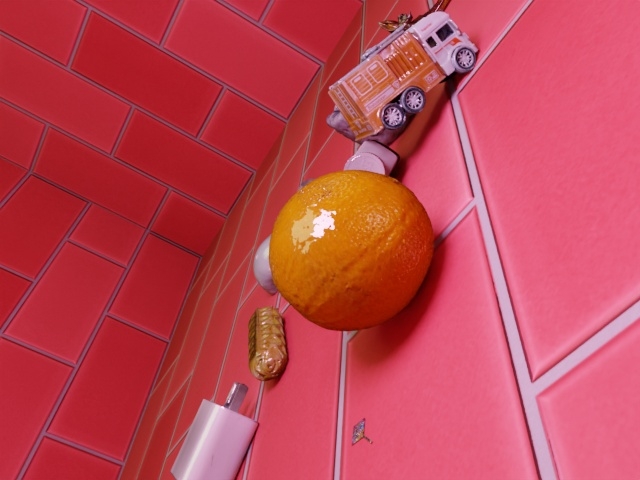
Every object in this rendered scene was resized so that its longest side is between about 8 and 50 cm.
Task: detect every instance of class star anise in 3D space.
[{"bbox_3d":[0.266,-0.617,1.805,0.144,0.158,0.140,-16,-24,-40],"label":"star anise"}]

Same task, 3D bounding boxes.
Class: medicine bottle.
[{"bbox_3d":[0.106,-0.150,1.351,0.132,0.088,0.188,-58,-5,13],"label":"medicine bottle"}]

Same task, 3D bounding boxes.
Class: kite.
[{"bbox_3d":[0.066,0.296,0.960,0.078,0.002,0.044,-40,26,57],"label":"kite"}]

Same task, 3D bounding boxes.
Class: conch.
[{"bbox_3d":[-0.132,0.057,1.876,0.185,0.121,0.221,-30,-24,-57],"label":"conch"}]

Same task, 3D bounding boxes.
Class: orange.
[{"bbox_3d":[0.050,0.015,1.011,0.274,0.274,0.274,-55,16,25],"label":"orange"}]

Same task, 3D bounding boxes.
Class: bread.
[{"bbox_3d":[-0.133,0.255,1.539,0.269,0.098,0.087,-108,6,-69],"label":"bread"}]

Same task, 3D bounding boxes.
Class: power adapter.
[{"bbox_3d":[-0.239,0.457,1.457,0.255,0.124,0.187,-67,17,-17],"label":"power adapter"}]

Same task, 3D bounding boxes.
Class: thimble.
[{"bbox_3d":[0.138,-0.347,1.573,0.245,0.157,0.217,-42,22,50],"label":"thimble"}]

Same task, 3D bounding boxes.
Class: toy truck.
[{"bbox_3d":[0.172,-0.355,1.310,0.305,0.162,0.136,-40,12,-11],"label":"toy truck"}]

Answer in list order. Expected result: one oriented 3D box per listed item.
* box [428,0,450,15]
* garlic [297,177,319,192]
[{"bbox_3d":[0.335,-0.653,1.710,0.082,0.023,0.051,-57,17,20],"label":"box"},{"bbox_3d":[0.000,0.000,1.305,0.237,0.210,0.292,-54,-3,-24],"label":"garlic"}]
